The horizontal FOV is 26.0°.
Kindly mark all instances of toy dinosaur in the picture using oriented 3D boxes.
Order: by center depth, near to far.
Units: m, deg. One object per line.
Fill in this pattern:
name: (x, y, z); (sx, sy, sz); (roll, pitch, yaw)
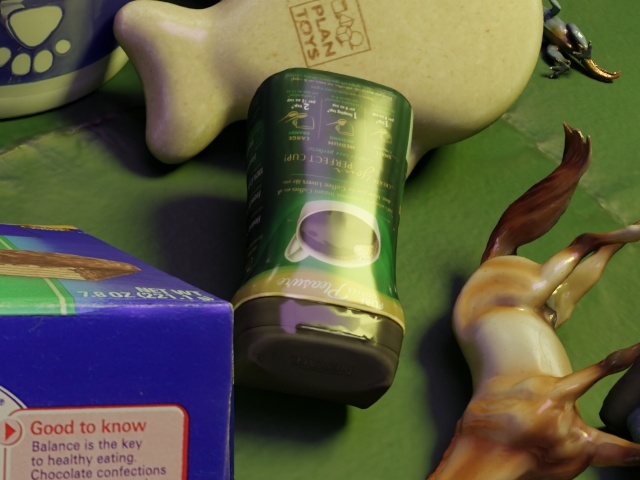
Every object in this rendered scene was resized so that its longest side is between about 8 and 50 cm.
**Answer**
toy dinosaur: (0.175, -0.158, 1.063); (0.090, 0.047, 0.082); (34, 23, -36)

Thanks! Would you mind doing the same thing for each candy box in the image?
candy box: (-0.198, 0.057, 0.519); (0.268, 0.122, 0.317); (1, 4, -19)

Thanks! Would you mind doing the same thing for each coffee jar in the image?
coffee jar: (0.000, 0.000, 0.774); (0.096, 0.079, 0.184); (12, 60, -13)

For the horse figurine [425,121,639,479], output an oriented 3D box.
horse figurine: (0.129, 0.055, 0.768); (0.066, 0.174, 0.263); (46, 30, -34)

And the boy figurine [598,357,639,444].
boy figurine: (0.247, 0.178, 0.715); (0.177, 0.092, 0.285); (-1, 45, -25)

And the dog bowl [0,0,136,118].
dog bowl: (-0.235, -0.203, 0.890); (0.265, 0.104, 0.265); (11, 45, -11)

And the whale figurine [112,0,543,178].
whale figurine: (0.005, -0.131, 0.901); (0.272, 0.141, 0.216); (-19, 95, -11)
